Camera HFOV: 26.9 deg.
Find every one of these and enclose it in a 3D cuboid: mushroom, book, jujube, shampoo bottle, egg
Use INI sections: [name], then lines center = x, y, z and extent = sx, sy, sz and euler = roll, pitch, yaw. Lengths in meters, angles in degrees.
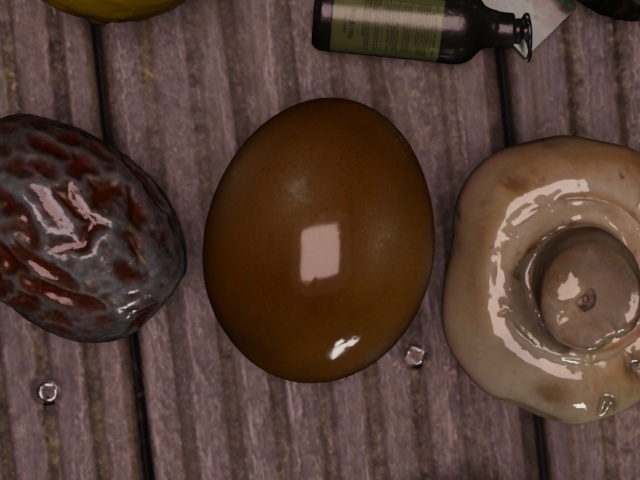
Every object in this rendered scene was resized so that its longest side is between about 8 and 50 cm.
[mushroom]
center = 0.294, 0.040, 1.646
extent = 0.353, 0.353, 0.325
euler = -45, 60, 2
[book]
center = 0.258, -0.322, 1.757
extent = 0.103, 0.017, 0.135
euler = -44, 91, 2
[jujube]
center = -0.316, -0.010, 1.674
extent = 0.308, 0.215, 0.246
euler = 26, 93, -2
[shampoo bottle]
center = 0.132, -0.280, 1.718
extent = 0.283, 0.101, 0.101
euler = 5, 92, 0
[egg]
center = 0.000, 0.000, 1.640
extent = 0.282, 0.282, 0.351
euler = 14, 87, 0

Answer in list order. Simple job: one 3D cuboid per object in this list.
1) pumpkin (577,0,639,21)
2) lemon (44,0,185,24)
[pumpkin]
center = 0.397, -0.385, 1.686
extent = 0.223, 0.157, 0.224
euler = 0, 103, 0
[lemon]
center = -0.247, -0.427, 1.611
extent = 0.364, 0.364, 0.364
euler = 0, 92, 0
